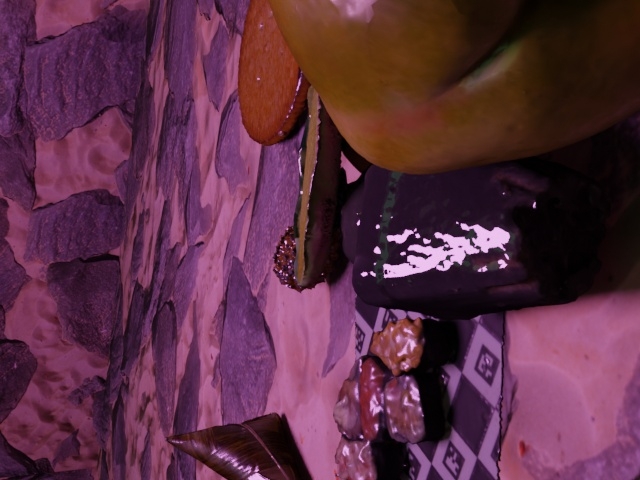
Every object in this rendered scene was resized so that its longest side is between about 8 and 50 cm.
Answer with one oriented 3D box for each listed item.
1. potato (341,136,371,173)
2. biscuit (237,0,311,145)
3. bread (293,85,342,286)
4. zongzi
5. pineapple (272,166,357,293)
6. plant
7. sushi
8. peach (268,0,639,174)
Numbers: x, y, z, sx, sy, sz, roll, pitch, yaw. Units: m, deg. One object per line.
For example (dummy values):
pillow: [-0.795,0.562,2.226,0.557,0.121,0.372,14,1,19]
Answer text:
potato: [0.069,-0.194,0.748,0.239,0.116,0.298,16,105,60]
biscuit: [-0.069,-0.300,1.125,0.305,0.038,0.305,-11,77,63]
bread: [-0.004,-0.063,0.730,0.228,0.034,0.228,-175,90,-83]
zongzi: [-0.118,0.341,1.020,0.187,0.184,0.084,-127,44,-53]
pineapple: [0.000,0.000,0.908,0.221,0.083,0.103,-58,45,47]
plant: [0.108,-0.013,0.595,0.256,0.142,0.164,5,84,60]
sushi: [0.081,0.167,0.755,0.292,0.059,0.293,176,96,-64]
peach: [0.097,-0.209,0.450,0.314,0.281,0.315,-33,39,21]
